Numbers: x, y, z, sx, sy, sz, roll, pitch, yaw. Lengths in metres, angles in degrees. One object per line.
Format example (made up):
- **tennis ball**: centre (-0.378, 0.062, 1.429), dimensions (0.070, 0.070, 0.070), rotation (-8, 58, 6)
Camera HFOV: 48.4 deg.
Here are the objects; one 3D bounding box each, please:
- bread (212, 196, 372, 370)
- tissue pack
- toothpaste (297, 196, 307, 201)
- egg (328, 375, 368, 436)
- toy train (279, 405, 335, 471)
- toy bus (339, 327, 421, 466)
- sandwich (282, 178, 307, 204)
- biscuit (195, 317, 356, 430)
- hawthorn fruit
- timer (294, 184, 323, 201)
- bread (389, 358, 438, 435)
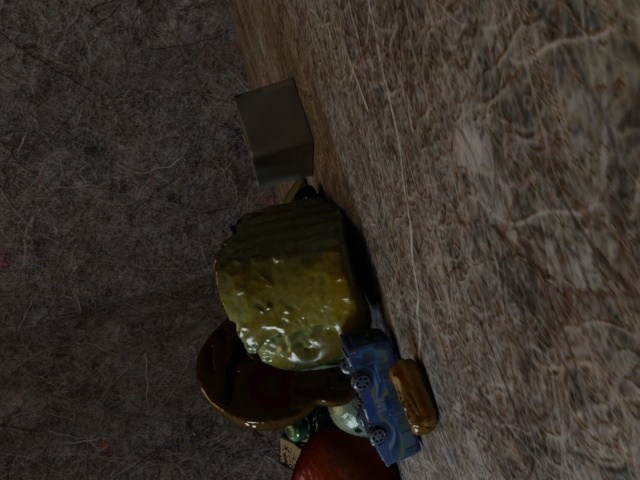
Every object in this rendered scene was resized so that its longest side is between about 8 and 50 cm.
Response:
- **bread**: centre (-0.041, 0.084, 1.357), dimensions (0.395, 0.239, 0.264), rotation (-93, -13, -76)
- **tissue pack**: centre (-0.103, -0.233, 1.607), dimensions (0.246, 0.136, 0.159), rotation (99, 154, -78)
- **toothpaste**: centre (0.000, 0.000, 1.536), dimensions (0.067, 0.043, 0.194), rotation (-36, 82, 49)
- **egg**: centre (0.086, 0.356, 1.504), dimensions (0.164, 0.131, 0.131), rotation (60, -176, -32)
- **toy train**: centre (0.015, 0.538, 2.012), dimensions (0.167, 0.299, 0.238), rotation (13, 104, 45)
- **toy bus**: centre (0.100, 0.260, 1.203), dimensions (0.079, 0.094, 0.236), rotation (-139, 30, -69)
- **sandwich**: centre (-0.056, -0.054, 1.983), dimensions (0.094, 0.096, 0.258), rotation (-104, 2, -64)
- **biscuit**: centre (-0.062, 0.230, 1.446), dimensions (0.314, 0.367, 0.063), rotation (31, 145, 27)
- **hawthorn fruit**: centre (0.067, 0.609, 1.781), dimensions (0.299, 0.275, 0.275), rotation (47, 156, 50)
- **timer**: centre (-0.002, -0.032, 1.630), dimensions (0.144, 0.055, 0.187), rotation (151, 98, -79)
- **bread**: centre (0.130, 0.220, 1.003), dimensions (0.083, 0.044, 0.110), rotation (107, 144, -84)
